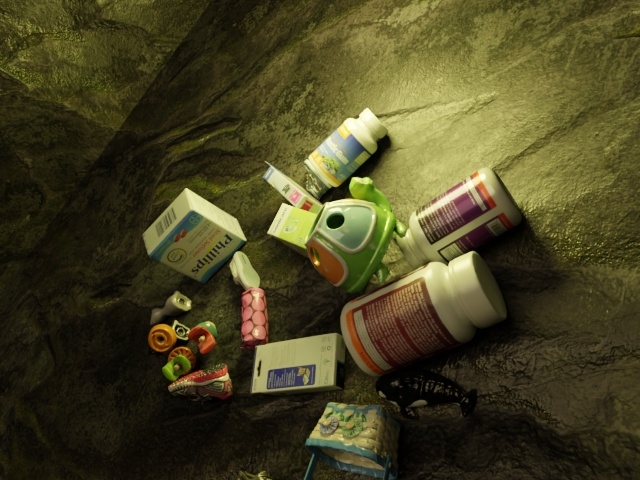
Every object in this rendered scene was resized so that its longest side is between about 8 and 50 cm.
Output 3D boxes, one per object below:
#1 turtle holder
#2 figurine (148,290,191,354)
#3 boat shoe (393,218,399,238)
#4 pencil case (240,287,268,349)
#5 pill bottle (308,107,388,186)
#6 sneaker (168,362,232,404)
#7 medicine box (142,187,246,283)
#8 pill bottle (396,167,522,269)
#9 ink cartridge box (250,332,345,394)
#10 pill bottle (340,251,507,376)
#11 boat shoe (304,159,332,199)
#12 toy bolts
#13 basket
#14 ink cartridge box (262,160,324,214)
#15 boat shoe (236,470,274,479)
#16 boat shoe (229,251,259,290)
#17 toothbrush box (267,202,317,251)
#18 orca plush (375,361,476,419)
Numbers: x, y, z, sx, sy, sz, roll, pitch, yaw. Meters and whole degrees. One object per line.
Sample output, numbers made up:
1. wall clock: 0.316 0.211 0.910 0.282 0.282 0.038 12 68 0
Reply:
1. turtle holder: 0.098 -0.024 1.572 0.321 0.227 0.243 -62 7 0
2. figurine: -0.623 0.336 2.270 0.209 0.092 0.215 -29 50 30
3. boat shoe: 0.229 -0.059 1.797 0.043 0.049 0.137 -15 47 -14
4. pencil case: -0.236 0.275 1.970 0.098 0.095 0.210 -26 50 28
5. pill bottle: 0.102 -0.330 1.977 0.272 0.152 0.152 -43 46 14
6. sneaker: -0.429 0.522 1.984 0.299 0.120 0.112 -22 90 41
7. medicine box: -0.489 -0.011 2.200 0.263 0.289 0.149 -44 44 12
8. pill bottle: 0.377 -0.048 1.567 0.322 0.181 0.182 -33 49 22
9. ink cartridge box: -0.073 0.398 1.783 0.332 0.065 0.166 -14 59 33
10. pill bottle: 0.270 0.195 1.494 0.392 0.224 0.224 -28 51 26
11. boat shoe: -0.030 -0.228 2.092 0.083 0.065 0.183 -47 46 8
12. toy bolts: -0.493 0.362 2.070 0.228 0.218 0.158 -34 7 4
13. basket: 0.073 0.576 1.461 0.254 0.201 0.289 -10 51 35
14. ink cartridge box: -0.086 -0.166 2.019 0.065 0.185 0.311 -52 44 7
15. boat shoe: -0.176 0.727 1.675 0.223 0.080 0.074 -13 64 40
16. boat shoe: -0.288 0.134 2.111 0.076 0.083 0.226 -54 32 17
17. toothbrush box: 0.000 0.000 1.841 0.283 0.206 0.122 22 82 44
18. orca plush: 0.253 0.397 1.479 0.287 0.102 0.151 16 78 44
